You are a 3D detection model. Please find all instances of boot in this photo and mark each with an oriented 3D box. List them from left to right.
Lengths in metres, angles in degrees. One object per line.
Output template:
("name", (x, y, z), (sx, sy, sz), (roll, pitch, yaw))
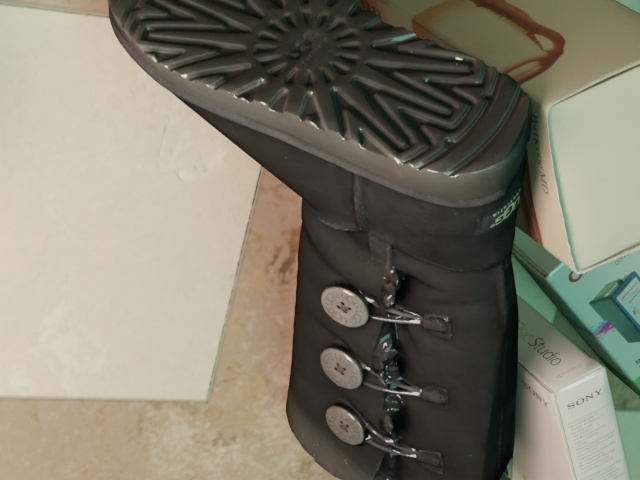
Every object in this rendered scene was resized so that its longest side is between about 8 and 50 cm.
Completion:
("boot", (0.001, 0.001, 1.406), (0.146, 0.367, 0.445), (-42, 150, -25))

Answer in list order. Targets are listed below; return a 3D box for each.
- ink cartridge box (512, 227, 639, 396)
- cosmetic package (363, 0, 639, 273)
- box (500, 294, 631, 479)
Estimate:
("ink cartridge box", (0.290, 0.026, 1.614), (0.154, 0.093, 0.212), (-43, 122, 0))
("cosmetic package", (0.161, -0.114, 1.359), (0.129, 0.296, 0.153), (-24, 121, -15))
("box", (0.199, 0.194, 1.568), (0.058, 0.232, 0.322), (-25, 121, -14))
